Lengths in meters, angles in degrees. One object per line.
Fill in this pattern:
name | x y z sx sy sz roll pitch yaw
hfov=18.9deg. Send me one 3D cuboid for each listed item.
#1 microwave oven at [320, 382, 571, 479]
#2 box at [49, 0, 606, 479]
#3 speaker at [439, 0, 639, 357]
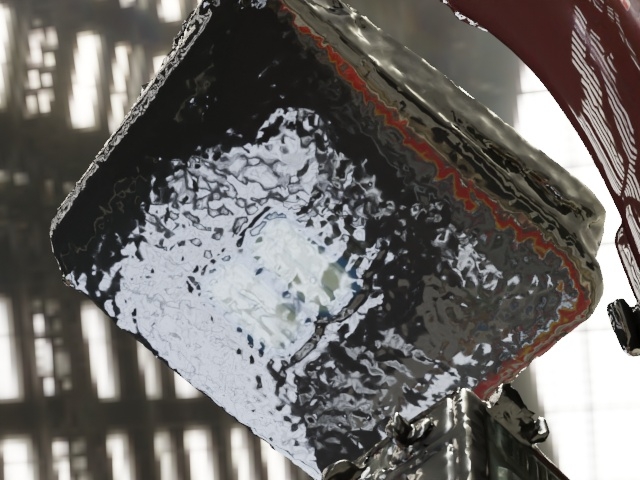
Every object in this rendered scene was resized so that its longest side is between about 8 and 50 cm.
microwave oven | 0.053 0.198 0.728 0.188 0.178 0.247 46 -163 -14
box | 0.000 0.000 1.448 0.359 0.350 0.091 38 -142 -4
speaker | 0.222 -0.068 0.898 0.198 0.259 0.329 40 -158 -55
